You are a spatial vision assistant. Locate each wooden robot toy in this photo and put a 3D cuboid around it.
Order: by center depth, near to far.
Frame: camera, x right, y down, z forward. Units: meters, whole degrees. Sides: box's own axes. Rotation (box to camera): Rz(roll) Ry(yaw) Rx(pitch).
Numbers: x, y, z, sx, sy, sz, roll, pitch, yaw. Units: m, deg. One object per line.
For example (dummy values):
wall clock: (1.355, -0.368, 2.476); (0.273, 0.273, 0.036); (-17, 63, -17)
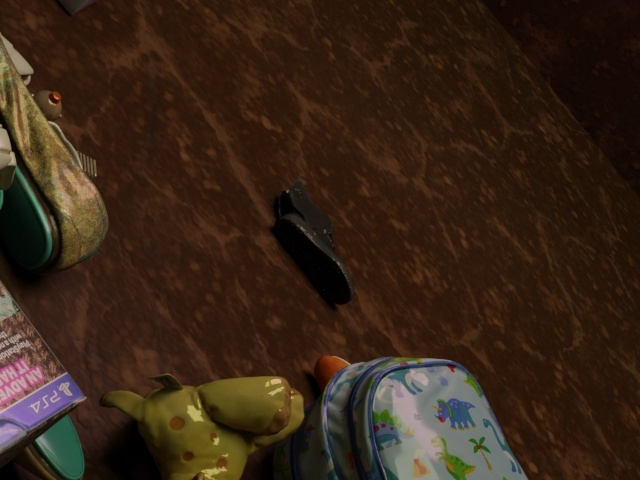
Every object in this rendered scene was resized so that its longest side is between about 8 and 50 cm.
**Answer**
wooden robot toy: (-0.303, -0.123, 1.608); (0.173, 0.079, 0.076); (40, 28, -22)

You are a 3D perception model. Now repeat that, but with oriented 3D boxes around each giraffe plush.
giraffe plush: (-0.108, 0.224, 1.419); (0.210, 0.181, 0.171); (23, 59, -61)

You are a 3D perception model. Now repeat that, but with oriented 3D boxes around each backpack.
backpack: (0.100, 0.298, 1.568); (0.290, 0.273, 0.355); (-2, 42, -35)

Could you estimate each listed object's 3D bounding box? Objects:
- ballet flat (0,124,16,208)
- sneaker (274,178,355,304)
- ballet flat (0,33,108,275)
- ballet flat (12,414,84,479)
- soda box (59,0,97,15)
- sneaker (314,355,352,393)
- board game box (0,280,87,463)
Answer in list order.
ballet flat: (-0.323, -0.075, 1.358); (0.247, 0.087, 0.083); (126, -58, -75)
sneaker: (-0.002, 0.002, 1.965); (0.170, 0.051, 0.089); (49, 31, 2)
ballet flat: (-0.325, -0.127, 1.527); (0.349, 0.123, 0.123); (60, 27, 5)
ballet flat: (-0.290, 0.127, 1.327); (0.232, 0.073, 0.080); (61, 23, 4)
soda box: (-0.228, -0.406, 1.848); (0.091, 0.286, 0.098); (50, 27, -6)
sneaker: (0.032, 0.209, 1.750); (0.067, 0.064, 0.175); (4, 49, -44)
board game box: (-0.369, 0.082, 1.172); (0.291, 0.141, 0.232); (53, 26, 3)
